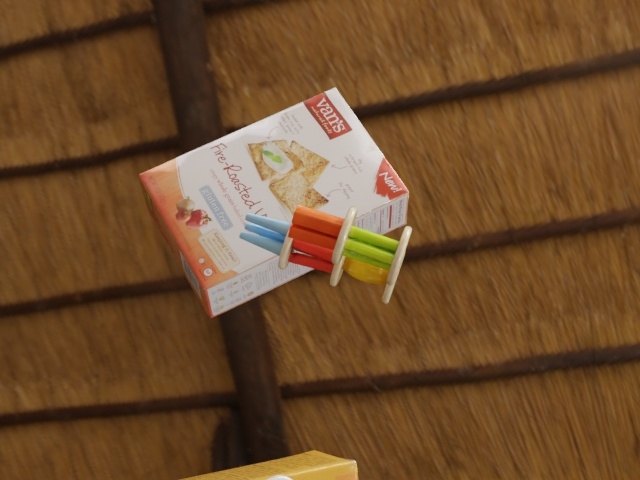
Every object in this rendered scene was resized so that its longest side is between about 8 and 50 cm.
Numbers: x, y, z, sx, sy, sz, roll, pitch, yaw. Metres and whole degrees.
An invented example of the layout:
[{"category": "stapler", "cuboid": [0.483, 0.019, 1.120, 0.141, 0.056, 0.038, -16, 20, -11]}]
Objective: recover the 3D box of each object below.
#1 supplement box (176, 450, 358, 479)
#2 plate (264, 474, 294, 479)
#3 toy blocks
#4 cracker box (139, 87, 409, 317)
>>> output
[{"category": "supplement box", "cuboid": [-0.079, 0.236, 1.014, 0.080, 0.233, 0.078, -10, -93, 57]}, {"category": "plate", "cuboid": [-0.035, 0.288, 0.518, 0.278, 0.277, 0.045, -45, -161, -21]}, {"category": "toy blocks", "cuboid": [0.000, 0.000, 1.060, 0.148, 0.123, 0.054, 18, -106, 5]}, {"category": "cracker box", "cuboid": [-0.047, -0.043, 1.235, 0.232, 0.067, 0.155, -26, -119, -14]}]
